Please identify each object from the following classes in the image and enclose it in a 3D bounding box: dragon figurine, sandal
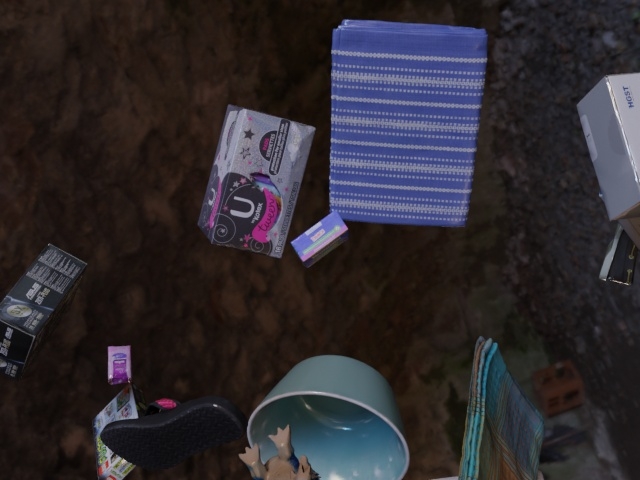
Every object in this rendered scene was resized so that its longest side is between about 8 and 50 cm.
[{"bbox_3d":[-0.024,0.324,0.917,0.144,0.085,0.289,60,174,-25],"label":"dragon figurine"},{"bbox_3d":[-0.135,0.174,0.718,0.067,0.179,0.040,51,-145,-24],"label":"sandal"}]

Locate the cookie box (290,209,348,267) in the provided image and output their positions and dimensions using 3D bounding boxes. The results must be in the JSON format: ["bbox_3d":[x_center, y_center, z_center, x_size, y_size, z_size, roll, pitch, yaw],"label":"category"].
[{"bbox_3d":[0.000,0.000,1.258,0.040,0.092,0.107,54,177,8],"label":"cookie box"}]

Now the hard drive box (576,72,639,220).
[{"bbox_3d":[0.496,-0.136,1.043,0.089,0.232,0.181,117,146,-71],"label":"hard drive box"}]

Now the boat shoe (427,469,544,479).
[{"bbox_3d":[0.289,0.475,1.389,0.096,0.267,0.088,107,156,-50],"label":"boat shoe"}]

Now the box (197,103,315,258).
[{"bbox_3d":[-0.124,-0.113,1.412,0.163,0.142,0.247,-144,67,-68],"label":"box"}]

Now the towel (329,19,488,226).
[{"bbox_3d":[0.136,-0.184,1.247,0.040,0.243,0.336,-77,-10,-64],"label":"towel"}]

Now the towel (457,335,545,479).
[{"bbox_3d":[0.305,0.381,1.262,0.271,0.040,0.370,55,-144,-30],"label":"towel"}]

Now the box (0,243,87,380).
[{"bbox_3d":[-0.488,0.121,1.297,0.077,0.147,0.180,30,-137,-8],"label":"box"}]

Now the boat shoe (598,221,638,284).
[{"bbox_3d":[0.604,-0.011,1.476,0.081,0.068,0.228,-52,-26,-47],"label":"boat shoe"}]

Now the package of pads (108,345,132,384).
[{"bbox_3d":[-0.440,0.272,1.673,0.032,0.050,0.083,106,158,-54],"label":"package of pads"}]

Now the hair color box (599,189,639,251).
[{"bbox_3d":[0.630,-0.015,1.261,0.347,0.174,0.105,46,-128,-24],"label":"hair color box"}]

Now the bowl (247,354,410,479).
[{"bbox_3d":[0.027,0.342,1.489,0.163,0.311,0.311,-73,-33,-50],"label":"bowl"}]

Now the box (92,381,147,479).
[{"bbox_3d":[-0.377,0.364,1.449,0.036,0.114,0.207,45,180,-26],"label":"box"}]
